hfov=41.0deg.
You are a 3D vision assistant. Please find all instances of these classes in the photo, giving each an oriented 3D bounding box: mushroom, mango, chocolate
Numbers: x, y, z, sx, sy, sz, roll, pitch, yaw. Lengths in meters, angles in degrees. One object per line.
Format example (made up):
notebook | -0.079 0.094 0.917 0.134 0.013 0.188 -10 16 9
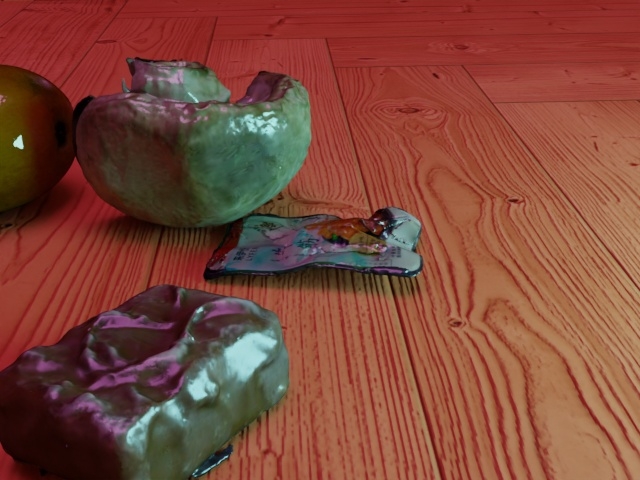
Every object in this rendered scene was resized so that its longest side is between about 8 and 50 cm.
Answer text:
mushroom | -0.131 -0.098 0.971 0.267 0.189 0.164 -1 24 -30
mango | -0.451 -0.110 1.021 0.317 0.173 0.211 -13 28 -11
chocolate | -0.127 0.104 0.662 0.148 0.093 0.214 16 30 26

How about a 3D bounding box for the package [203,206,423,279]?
package | 0.000 0.000 0.932 0.232 0.040 0.166 2 24 11
